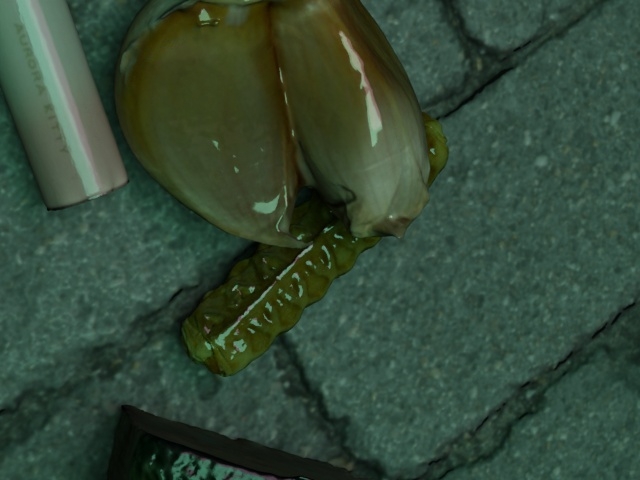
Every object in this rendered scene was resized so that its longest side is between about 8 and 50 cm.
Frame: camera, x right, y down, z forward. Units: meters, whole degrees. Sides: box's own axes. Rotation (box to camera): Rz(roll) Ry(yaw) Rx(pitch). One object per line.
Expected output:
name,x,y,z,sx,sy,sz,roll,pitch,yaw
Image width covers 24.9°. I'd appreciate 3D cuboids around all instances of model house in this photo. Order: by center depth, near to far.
model house,-0.088,0.336,1.421,0.298,0.243,0.284,18,91,-13

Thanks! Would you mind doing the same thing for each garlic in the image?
garlic,-0.034,-0.142,1.408,0.286,0.249,0.313,-36,121,-26

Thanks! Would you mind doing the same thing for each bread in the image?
bread,-0.001,-0.001,1.511,0.367,0.084,0.077,-45,154,-16

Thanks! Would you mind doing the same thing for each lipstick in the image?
lipstick,-0.275,-0.195,1.373,0.087,0.087,0.326,-23,103,-20
